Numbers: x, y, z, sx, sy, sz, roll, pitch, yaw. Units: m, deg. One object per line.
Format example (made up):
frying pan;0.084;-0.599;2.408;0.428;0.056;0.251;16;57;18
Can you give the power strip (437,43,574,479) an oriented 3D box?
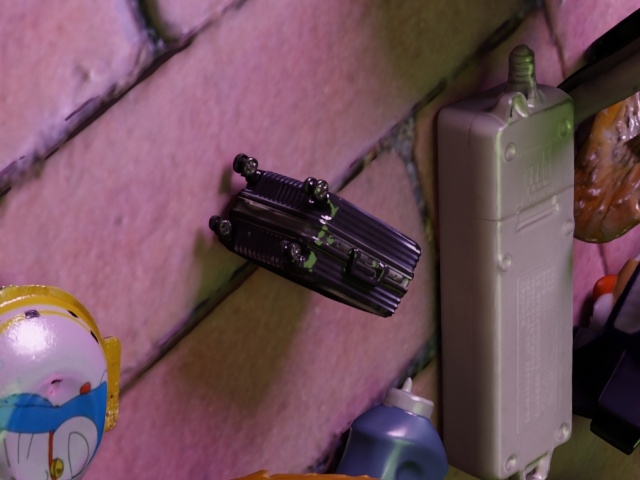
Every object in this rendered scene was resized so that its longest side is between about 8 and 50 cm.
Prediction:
power strip;0.134;0.022;1.414;0.098;0.058;0.338;-24;121;-40

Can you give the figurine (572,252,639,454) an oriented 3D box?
figurine;0.298;0.035;1.528;0.308;0.143;0.308;-24;125;-40

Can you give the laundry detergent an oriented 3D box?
laundry detergent;0.034;0.194;1.366;0.097;0.061;0.206;20;88;-45

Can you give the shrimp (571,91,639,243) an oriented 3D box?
shrimp;0.241;-0.087;1.446;0.051;0.115;0.217;41;58;-31

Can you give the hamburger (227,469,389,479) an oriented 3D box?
hamburger;-0.026;0.258;1.143;0.284;0.304;0.174;-47;125;-38

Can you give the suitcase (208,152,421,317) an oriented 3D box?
suitcase;0.000;0.000;1.233;0.126;0.086;0.059;28;85;-49

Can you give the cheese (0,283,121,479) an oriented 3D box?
cheese;-0.196;0.104;1.071;0.250;0.064;0.156;-13;112;-48

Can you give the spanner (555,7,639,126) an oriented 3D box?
spanner;0.244;-0.148;1.313;0.040;0.325;0.095;42;65;-7
